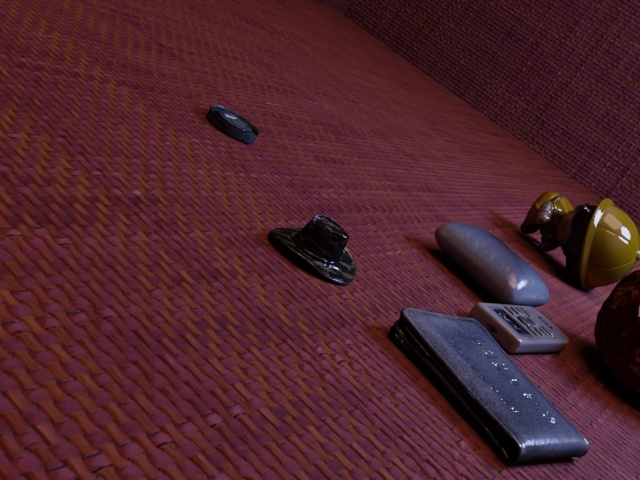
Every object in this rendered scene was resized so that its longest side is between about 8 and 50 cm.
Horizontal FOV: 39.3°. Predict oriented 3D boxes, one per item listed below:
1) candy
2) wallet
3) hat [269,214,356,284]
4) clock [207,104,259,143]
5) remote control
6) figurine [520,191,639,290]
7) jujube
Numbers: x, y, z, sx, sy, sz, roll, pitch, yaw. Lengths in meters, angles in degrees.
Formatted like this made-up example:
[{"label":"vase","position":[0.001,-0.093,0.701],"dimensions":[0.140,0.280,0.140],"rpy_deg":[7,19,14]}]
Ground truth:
[{"label":"candy","position":[0.270,0.037,1.402],"dimensions":[0.138,0.071,0.174],"rpy_deg":[10,30,-52]},{"label":"wallet","position":[0.187,0.159,1.003],"dimensions":[0.167,0.036,0.222],"rpy_deg":[13,27,-47]},{"label":"hat","position":[0.000,0.000,1.074],"dimensions":[0.121,0.050,0.121],"rpy_deg":[27,21,-11]},{"label":"clock","position":[-0.133,-0.176,1.360],"dimensions":[0.085,0.017,0.085],"rpy_deg":[29,18,-11]},{"label":"remote control","position":[0.288,0.125,1.277],"dimensions":[0.190,0.029,0.087],"rpy_deg":[10,30,-52]},{"label":"figurine","position":[0.537,-0.015,1.836],"dimensions":[0.257,0.167,0.192],"rpy_deg":[49,-3,47]},{"label":"jujube","position":[0.527,0.141,1.369],"dimensions":[0.213,0.213,0.232],"rpy_deg":[33,20,0]}]
